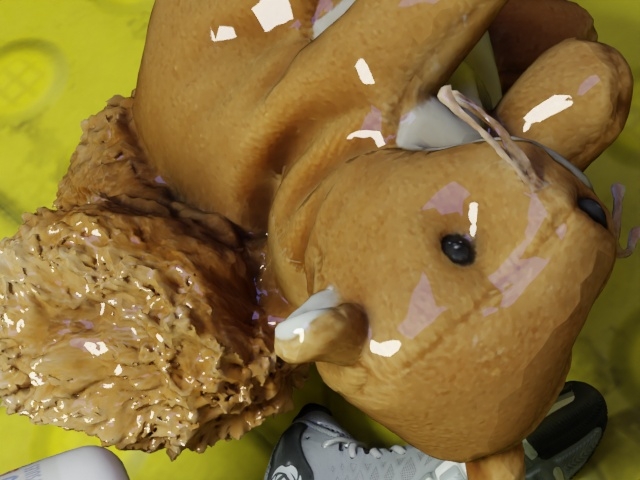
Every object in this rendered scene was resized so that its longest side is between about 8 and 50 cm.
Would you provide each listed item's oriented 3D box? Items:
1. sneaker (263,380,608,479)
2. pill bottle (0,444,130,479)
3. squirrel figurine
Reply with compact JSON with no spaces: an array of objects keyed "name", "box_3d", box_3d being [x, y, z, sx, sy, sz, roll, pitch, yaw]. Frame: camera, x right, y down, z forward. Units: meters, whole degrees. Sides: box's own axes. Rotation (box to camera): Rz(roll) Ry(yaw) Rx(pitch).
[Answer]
[{"name":"sneaker","box_3d":[0.048,0.126,1.033,0.229,0.086,0.132,-35,53,-5]},{"name":"pill bottle","box_3d":[-0.262,0.277,0.905,0.408,0.229,0.229,-20,55,-9]},{"name":"squirrel figurine","box_3d":[0.000,0.000,1.004,0.397,0.281,0.370,-34,42,16]}]
